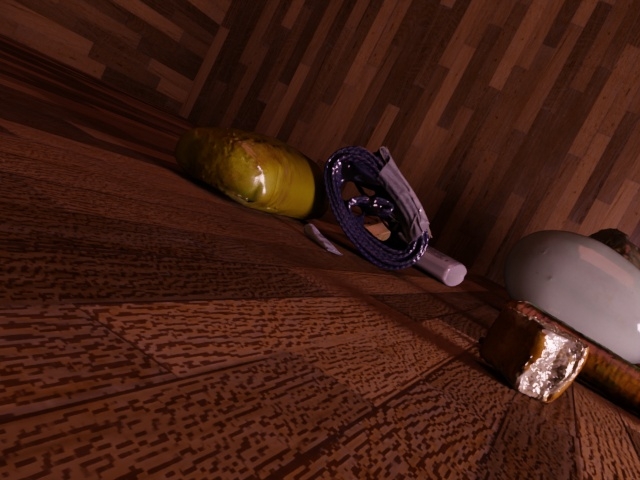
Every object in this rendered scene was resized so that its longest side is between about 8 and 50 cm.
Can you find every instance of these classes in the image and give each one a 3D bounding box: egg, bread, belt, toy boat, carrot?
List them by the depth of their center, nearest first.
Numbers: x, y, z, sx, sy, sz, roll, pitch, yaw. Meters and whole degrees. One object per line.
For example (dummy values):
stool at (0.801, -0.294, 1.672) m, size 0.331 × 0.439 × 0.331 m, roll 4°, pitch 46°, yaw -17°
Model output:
bread at (0.214, 0.114, 0.682) m, size 0.076 × 0.070 × 0.083 m, roll 24°, pitch 8°, yaw -21°
carrot at (0.377, 0.169, 0.977) m, size 0.260 × 0.070 × 0.070 m, roll 32°, pitch 7°, yaw 30°
bread at (-0.091, -0.115, 1.119) m, size 0.166 × 0.112 × 0.383 m, roll 29°, pitch 6°, yaw 16°
belt at (0.096, -0.057, 1.172) m, size 0.230 × 0.139 × 0.126 m, roll 56°, pitch 3°, yaw 1°
toy boat at (0.138, -0.018, 1.421) m, size 0.206 × 0.064 × 0.072 m, roll -2°, pitch 29°, yaw -47°
egg at (0.554, 0.118, 1.422) m, size 0.371 × 0.230 × 0.230 m, roll 39°, pitch 11°, yaw 35°

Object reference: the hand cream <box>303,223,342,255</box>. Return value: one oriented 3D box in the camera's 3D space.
hand cream at (0.000, 0.000, 1.021) m, size 0.030 × 0.019 × 0.093 m, roll 25°, pitch 13°, yaw -37°

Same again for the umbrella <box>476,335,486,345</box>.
umbrella at (0.211, 0.131, 0.795) m, size 0.031 × 0.020 × 0.083 m, roll 23°, pitch 12°, yaw -28°

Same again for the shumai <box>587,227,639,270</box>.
shumai at (0.787, 0.174, 1.841) m, size 0.323 × 0.324 × 0.397 m, roll 42°, pitch 10°, yaw -3°

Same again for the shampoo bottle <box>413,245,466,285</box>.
shampoo bottle at (0.214, 0.028, 1.516) m, size 0.227 × 0.056 × 0.086 m, roll 31°, pitch 13°, yaw 37°
